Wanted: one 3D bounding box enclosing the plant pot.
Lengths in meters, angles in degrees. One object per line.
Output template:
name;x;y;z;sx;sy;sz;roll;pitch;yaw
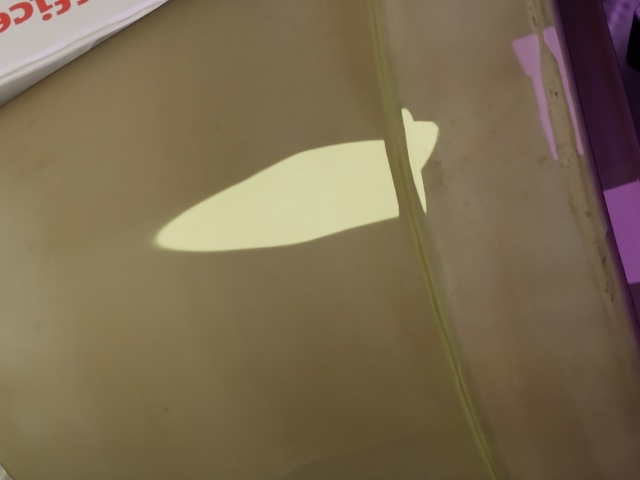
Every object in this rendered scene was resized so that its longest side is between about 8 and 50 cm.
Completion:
plant pot;0.000;0.000;0.648;0.280;0.323;0.323;-13;67;16

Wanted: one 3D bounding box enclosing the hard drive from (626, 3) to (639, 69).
hard drive;0.364;-0.100;0.758;0.339;0.064;0.237;38;77;18

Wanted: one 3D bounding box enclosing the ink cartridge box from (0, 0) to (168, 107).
ink cartridge box;-0.196;-0.160;0.805;0.201;0.117;0.278;-26;63;-2
